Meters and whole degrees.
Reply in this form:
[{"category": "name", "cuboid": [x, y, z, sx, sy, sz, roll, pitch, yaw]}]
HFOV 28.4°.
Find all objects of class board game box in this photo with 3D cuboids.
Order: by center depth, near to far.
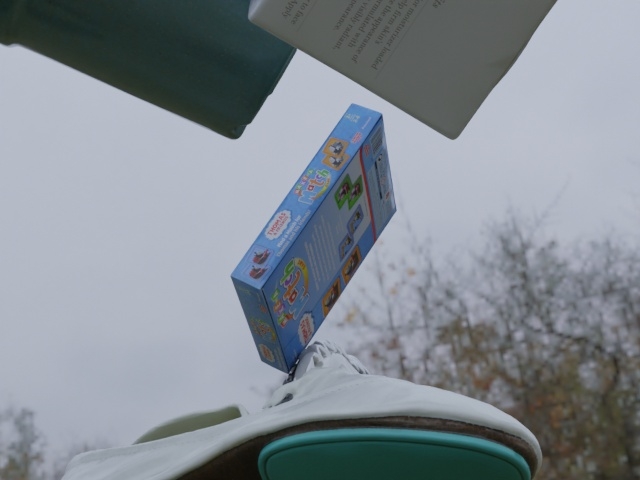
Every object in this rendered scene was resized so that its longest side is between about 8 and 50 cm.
[{"category": "board game box", "cuboid": [0.000, 0.000, 1.188, 0.039, 0.211, 0.160, 23, -27, 22]}]

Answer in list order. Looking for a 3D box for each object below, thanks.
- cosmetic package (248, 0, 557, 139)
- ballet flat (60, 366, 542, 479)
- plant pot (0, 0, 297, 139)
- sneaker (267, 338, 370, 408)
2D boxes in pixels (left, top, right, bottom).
[{"category": "cosmetic package", "cuboid": [0.064, -0.203, 0.948, 0.183, 0.151, 0.151, 29, -65, -14]}, {"category": "ballet flat", "cuboid": [-0.037, 0.163, 0.953, 0.400, 0.139, 0.139, -17, -21, 15]}, {"category": "plant pot", "cuboid": [-0.170, -0.288, 1.288, 0.334, 0.341, 0.341, 29, -30, -10]}, {"category": "sneaker", "cuboid": [0.029, 0.172, 1.269, 0.110, 0.118, 0.292, -58, -18, 4]}]
